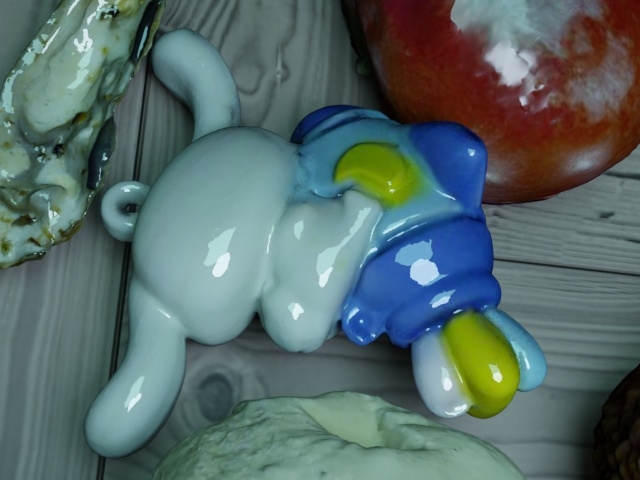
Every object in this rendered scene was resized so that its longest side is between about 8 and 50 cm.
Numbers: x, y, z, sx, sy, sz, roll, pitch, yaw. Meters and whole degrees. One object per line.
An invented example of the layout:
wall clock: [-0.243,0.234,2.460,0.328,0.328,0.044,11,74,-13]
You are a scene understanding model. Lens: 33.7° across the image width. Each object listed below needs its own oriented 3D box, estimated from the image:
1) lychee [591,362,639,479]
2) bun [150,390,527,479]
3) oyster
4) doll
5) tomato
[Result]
lychee: [0.356,0.187,0.823,0.268,0.267,0.267,4,68,-10]
bun: [-0.012,0.260,0.703,0.360,0.211,0.359,-9,112,-23]
oyster: [-0.205,-0.128,0.911,0.129,0.078,0.345,18,72,19]
doll: [0.000,0.002,0.870,0.366,0.187,0.375,5,79,2]
tomato: [0.169,-0.213,0.939,0.290,0.176,0.334,-16,75,0]
